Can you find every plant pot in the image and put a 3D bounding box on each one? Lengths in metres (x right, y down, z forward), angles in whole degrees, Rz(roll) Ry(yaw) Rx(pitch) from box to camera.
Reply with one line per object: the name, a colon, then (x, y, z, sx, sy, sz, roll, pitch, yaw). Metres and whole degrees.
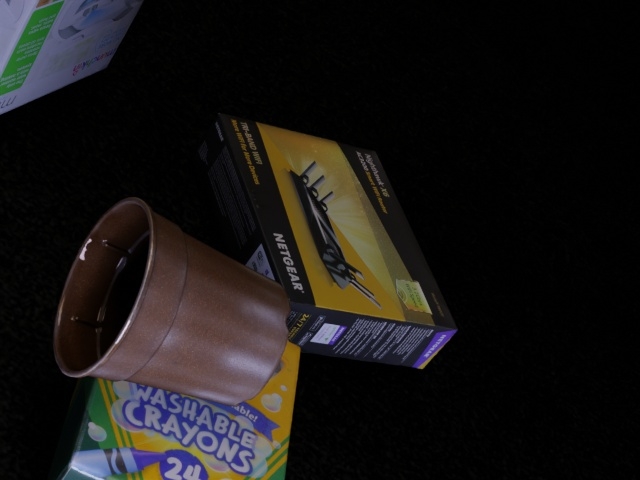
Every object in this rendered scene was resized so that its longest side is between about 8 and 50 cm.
plant pot: (-0.127, 0.067, 1.217, 0.165, 0.167, 0.167, 24, 36, -30)

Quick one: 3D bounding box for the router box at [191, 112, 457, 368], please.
router box: (0.000, 0.000, 1.611, 0.243, 0.081, 0.308, 11, 41, -35)

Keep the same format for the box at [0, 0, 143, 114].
box: (-0.316, -0.282, 1.533, 0.127, 0.231, 0.262, 41, 34, 7)

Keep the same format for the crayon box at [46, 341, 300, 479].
crayon box: (-0.132, 0.158, 1.310, 0.203, 0.083, 0.323, 26, 35, -15)
